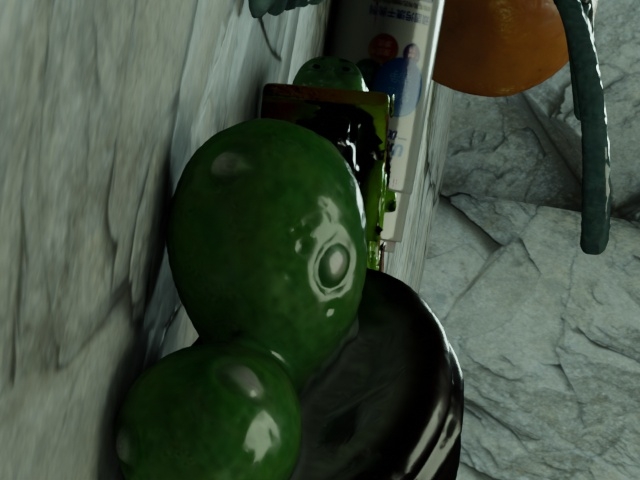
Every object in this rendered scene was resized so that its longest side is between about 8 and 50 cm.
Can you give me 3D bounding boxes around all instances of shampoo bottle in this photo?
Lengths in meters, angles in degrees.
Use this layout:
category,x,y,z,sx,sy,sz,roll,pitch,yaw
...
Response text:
category,x,y,z,sx,sy,sz,roll,pitch,yaw
shampoo bottle,0.041,-0.100,1.618,0.092,0.092,0.303,9,92,-84

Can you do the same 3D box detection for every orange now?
category,x,y,z,sx,sy,sz,roll,pitch,yaw
orange,0.181,-0.292,2.015,0.284,0.226,0.284,3,90,-86

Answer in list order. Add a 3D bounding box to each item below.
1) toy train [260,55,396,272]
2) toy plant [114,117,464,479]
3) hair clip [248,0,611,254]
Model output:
category,x,y,z,sx,sy,sz,roll,pitch,yaw
toy train,0.000,0.000,1.357,0.296,0.100,0.160,93,2,-46
toy plant,-0.018,0.072,1.033,0.235,0.175,0.218,54,46,-45
hair clip,0.100,-0.222,1.254,0.318,0.238,0.392,-58,157,-77
